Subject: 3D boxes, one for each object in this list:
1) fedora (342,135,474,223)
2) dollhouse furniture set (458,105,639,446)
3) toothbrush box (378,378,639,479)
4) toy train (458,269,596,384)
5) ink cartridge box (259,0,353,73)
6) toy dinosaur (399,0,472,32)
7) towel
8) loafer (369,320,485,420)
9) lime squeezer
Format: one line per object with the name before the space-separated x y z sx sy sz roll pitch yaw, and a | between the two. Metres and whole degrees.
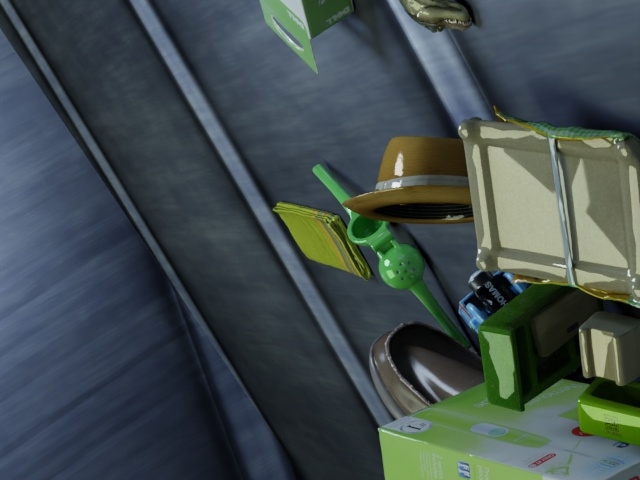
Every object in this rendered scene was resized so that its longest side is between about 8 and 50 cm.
fedora | 0.113 -0.065 1.845 0.194 0.194 0.079 151 122 -76
dollhouse furniture set | 0.255 0.010 1.655 0.198 0.151 0.301 11 119 42
toothbrush box | 0.228 0.229 1.755 0.283 0.206 0.122 11 113 49
toy train | 0.225 0.110 1.960 0.184 0.080 0.105 50 174 13
ink cartridge box | -0.025 -0.286 1.903 0.109 0.062 0.209 46 163 34
toy dinosaur | 0.043 -0.299 1.664 0.268 0.064 0.118 56 173 11
towel | 0.000 0.000 2.550 0.102 0.021 0.237 60 165 -16
loafer | 0.214 0.202 2.150 0.366 0.134 0.130 38 136 24
lime squeezer | 0.086 0.006 2.256 0.310 0.059 0.110 50 -165 15
